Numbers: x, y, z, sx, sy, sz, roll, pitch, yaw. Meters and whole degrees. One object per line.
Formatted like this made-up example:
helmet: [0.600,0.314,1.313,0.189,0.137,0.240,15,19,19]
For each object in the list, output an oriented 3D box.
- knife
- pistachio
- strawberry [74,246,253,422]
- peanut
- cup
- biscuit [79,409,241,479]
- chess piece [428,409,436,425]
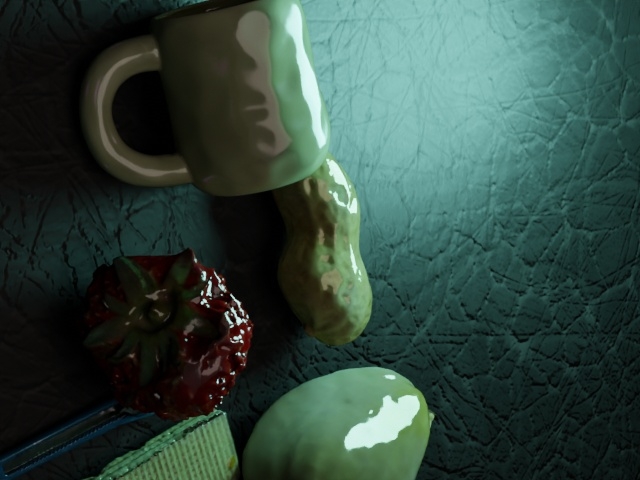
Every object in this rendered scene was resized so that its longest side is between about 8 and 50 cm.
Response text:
knife: [-0.243,0.201,1.736,0.296,0.026,0.044,-26,123,-38]
pistachio: [0.013,0.265,1.892,0.197,0.166,0.288,43,42,6]
strawberry: [-0.159,0.107,1.715,0.201,0.186,0.184,37,53,-73]
peanut: [0.000,0.000,1.882,0.117,0.101,0.263,-23,110,-59]
cup: [-0.115,-0.150,1.717,0.255,0.173,0.202,-23,108,-39]
biscuit: [-0.193,0.303,1.773,0.252,0.052,0.150,-29,116,-35]
chess piece: [0.092,0.291,2.025,0.060,0.060,0.172,31,76,-39]
